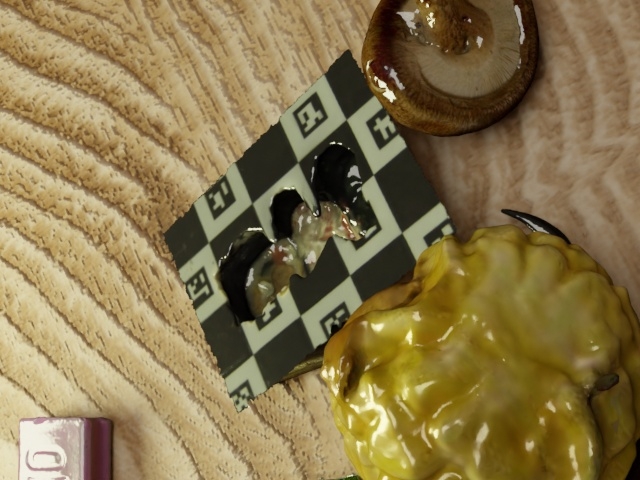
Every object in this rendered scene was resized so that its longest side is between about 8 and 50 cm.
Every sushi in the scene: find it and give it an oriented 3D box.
[{"bbox_3d":[0.000,0.000,1.616,0.373,0.100,0.296,-43,56,25],"label":"sushi"}]

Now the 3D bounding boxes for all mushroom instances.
[{"bbox_3d":[0.149,-0.226,1.530,0.231,0.194,0.138,-55,22,-14],"label":"mushroom"}]

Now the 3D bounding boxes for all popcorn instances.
[{"bbox_3d":[0.168,0.163,1.383,0.349,0.382,0.349,3,73,-11],"label":"popcorn"}]

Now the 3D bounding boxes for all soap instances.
[{"bbox_3d":[-0.343,0.337,1.751,0.122,0.065,0.203,-6,82,25],"label":"soap"}]

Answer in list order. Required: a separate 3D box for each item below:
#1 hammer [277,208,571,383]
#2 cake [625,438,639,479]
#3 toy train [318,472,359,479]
[{"bbox_3d":[0.104,0.096,1.575,0.440,0.044,0.168,-22,76,22],"label":"hammer"},{"bbox_3d":[0.386,0.273,1.358,0.208,0.178,0.185,-61,18,-19],"label":"cake"},{"bbox_3d":[-0.039,0.332,1.600,0.202,0.081,0.060,-21,74,29],"label":"toy train"}]
